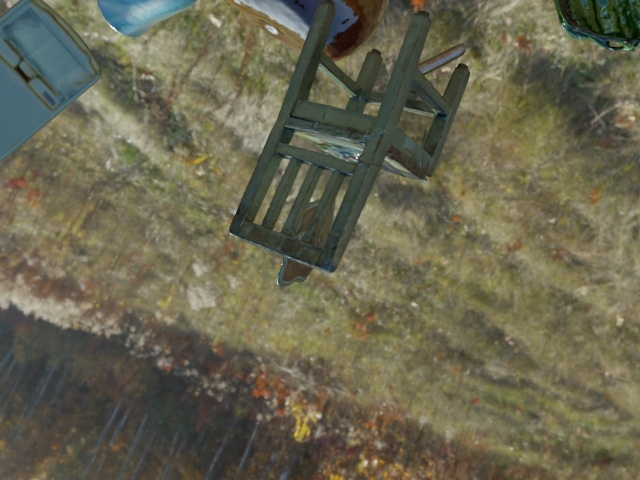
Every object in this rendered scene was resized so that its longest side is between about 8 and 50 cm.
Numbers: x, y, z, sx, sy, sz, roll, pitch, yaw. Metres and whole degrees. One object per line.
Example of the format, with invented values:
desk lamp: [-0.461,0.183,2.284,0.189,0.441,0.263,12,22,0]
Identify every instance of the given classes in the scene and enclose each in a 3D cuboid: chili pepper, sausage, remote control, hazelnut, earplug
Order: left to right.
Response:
remote control: [-0.392,-0.151,0.789,0.123,0.285,0.038,48,-177,-22]
earplug: [-0.418,-0.659,1.797,0.324,0.185,0.185,-2,153,40]
hazelnut: [-0.034,-0.574,1.434,0.359,0.359,0.409,11,164,37]
sausage: [0.118,-0.192,0.757,0.015,0.100,0.015,63,179,2]
chili pepper: [0.560,-0.499,1.345,0.213,0.385,0.167,-31,161,24]

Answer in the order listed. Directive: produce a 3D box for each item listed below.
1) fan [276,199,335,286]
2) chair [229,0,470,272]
fan: [0.000,0.000,0.968,0.009,0.132,0.220,26,-167,19]
chair: [0.037,-0.098,0.733,0.136,0.270,0.147,18,177,31]
